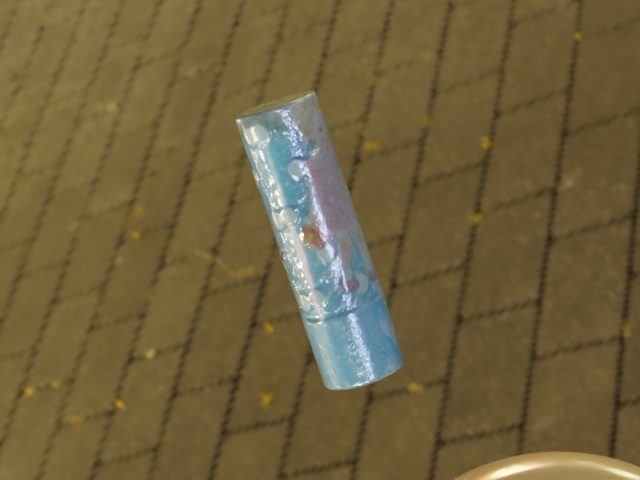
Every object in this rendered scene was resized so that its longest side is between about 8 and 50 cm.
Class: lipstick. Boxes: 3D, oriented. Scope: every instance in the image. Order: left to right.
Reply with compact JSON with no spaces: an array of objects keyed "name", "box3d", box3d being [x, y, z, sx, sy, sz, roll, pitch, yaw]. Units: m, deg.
[{"name":"lipstick","box3d":[0.000,0.000,0.890,0.048,0.158,0.048,-18,11,3]}]

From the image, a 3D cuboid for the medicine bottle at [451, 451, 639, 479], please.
[{"name":"medicine bottle","box3d":[0.059,0.162,0.502,0.114,0.252,0.114,1,58,-2]}]
